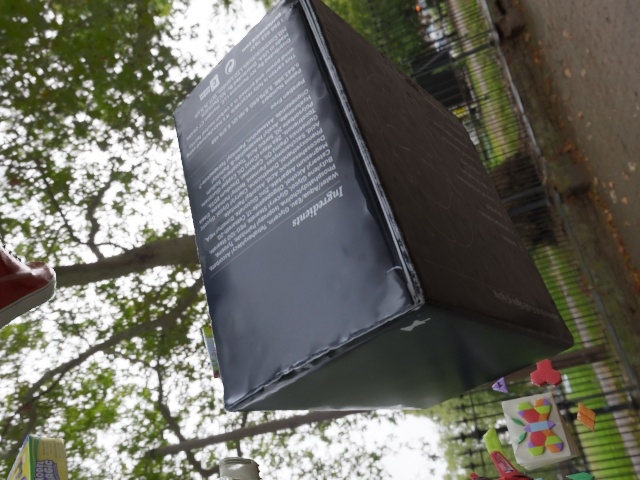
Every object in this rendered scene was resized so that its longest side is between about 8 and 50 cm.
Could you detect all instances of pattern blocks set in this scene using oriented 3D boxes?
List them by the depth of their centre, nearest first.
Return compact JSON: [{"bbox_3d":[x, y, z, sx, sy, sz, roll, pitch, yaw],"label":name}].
[{"bbox_3d":[0.567,0.490,1.416,0.026,0.285,0.324,55,-171,-45],"label":"pattern blocks set"}]

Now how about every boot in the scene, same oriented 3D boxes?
[{"bbox_3d":[-0.468,0.019,0.795,0.244,0.089,0.176,-113,19,-78],"label":"boot"},{"bbox_3d":[-0.138,0.572,1.230,0.213,0.077,0.165,26,180,-7],"label":"boot"}]

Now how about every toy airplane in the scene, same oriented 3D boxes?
[{"bbox_3d":[0.371,0.490,1.101,0.151,0.151,0.028,-44,-31,-68],"label":"toy airplane"}]

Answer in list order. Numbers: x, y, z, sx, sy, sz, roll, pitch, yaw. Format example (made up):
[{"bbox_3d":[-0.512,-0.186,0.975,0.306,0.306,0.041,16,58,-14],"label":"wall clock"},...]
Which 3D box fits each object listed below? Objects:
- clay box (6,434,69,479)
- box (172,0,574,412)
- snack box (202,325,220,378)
[{"bbox_3d":[-0.340,0.348,0.633,0.053,0.127,0.222,24,-176,-32],"label":"clay box"},{"bbox_3d":[0.080,-0.018,0.823,0.480,0.297,0.471,20,-137,-47],"label":"box"},{"bbox_3d":[-0.232,0.270,1.358,0.141,0.100,0.037,-117,23,-43],"label":"snack box"}]
